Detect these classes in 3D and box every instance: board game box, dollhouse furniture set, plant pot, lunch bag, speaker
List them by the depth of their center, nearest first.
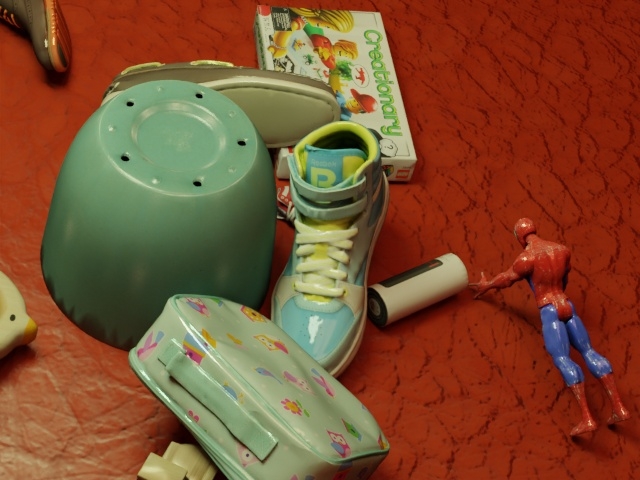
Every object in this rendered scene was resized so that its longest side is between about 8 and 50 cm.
[{"bbox_3d":[-0.102,0.281,1.300,0.161,0.182,0.101,25,49,6],"label":"dollhouse furniture set"},{"bbox_3d":[-0.073,0.176,1.379,0.279,0.108,0.224,41,14,20],"label":"lunch bag"},{"bbox_3d":[-0.184,-0.049,1.515,0.293,0.235,0.293,7,50,-9],"label":"plant pot"},{"bbox_3d":[0.123,0.063,1.625,0.136,0.055,0.055,-21,60,-28],"label":"speaker"},{"bbox_3d":[0.015,-0.215,1.824,0.193,0.053,0.305,0,52,-14],"label":"board game box"}]

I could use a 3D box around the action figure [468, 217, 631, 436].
[{"bbox_3d":[0.287,0.112,1.618,0.091,0.139,0.280,-11,77,-27],"label":"action figure"}]

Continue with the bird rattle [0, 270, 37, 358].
[{"bbox_3d":[-0.444,0.088,1.438,0.207,0.143,0.253,-19,45,-41],"label":"bird rattle"}]

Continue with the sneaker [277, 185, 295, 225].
[{"bbox_3d":[-0.027,-0.027,1.667,0.067,0.042,0.118,-1,50,-15],"label":"sneaker"}]

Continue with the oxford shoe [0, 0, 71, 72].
[{"bbox_3d":[-0.418,-0.325,1.787,0.098,0.097,0.271,-19,50,-7],"label":"oxford shoe"}]

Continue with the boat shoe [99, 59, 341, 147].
[{"bbox_3d":[-0.133,-0.191,1.698,0.324,0.117,0.097,-3,43,7],"label":"boat shoe"}]

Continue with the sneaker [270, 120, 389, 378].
[{"bbox_3d":[0.000,0.000,1.510,0.127,0.208,0.319,6,64,11],"label":"sneaker"}]
